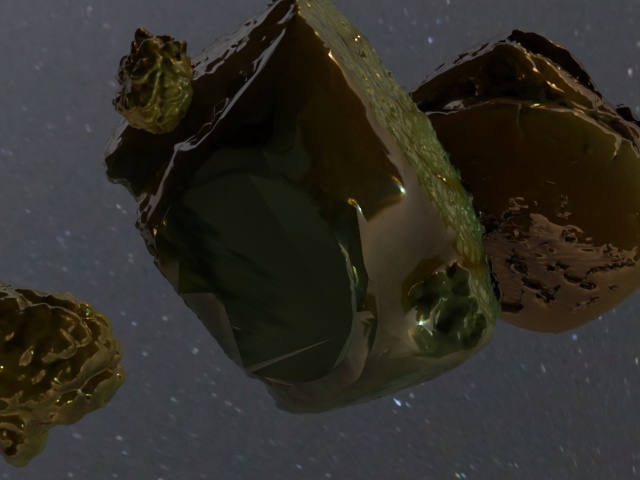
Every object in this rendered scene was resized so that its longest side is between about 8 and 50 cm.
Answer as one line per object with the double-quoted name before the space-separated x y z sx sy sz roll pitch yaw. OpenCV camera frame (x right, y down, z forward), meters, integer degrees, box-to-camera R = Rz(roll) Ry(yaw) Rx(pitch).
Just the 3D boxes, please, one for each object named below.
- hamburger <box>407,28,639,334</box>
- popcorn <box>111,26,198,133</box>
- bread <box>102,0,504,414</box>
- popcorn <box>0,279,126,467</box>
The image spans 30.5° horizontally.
"hamburger" 0.206 -0.053 1.214 0.304 0.284 0.174 33 -130 -8
"popcorn" -0.124 -0.120 0.887 0.083 0.057 0.082 -56 -156 35
"bread" 0.004 0.008 1.006 0.239 0.264 0.395 -31 -72 18
"popcorn" -0.325 0.144 1.248 0.200 0.226 0.203 16 -79 30
